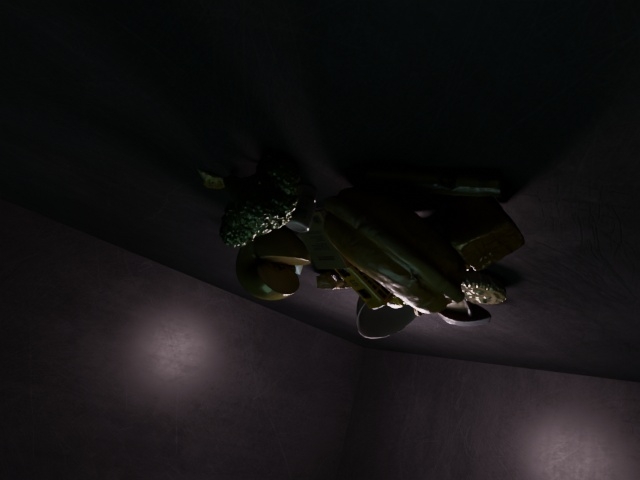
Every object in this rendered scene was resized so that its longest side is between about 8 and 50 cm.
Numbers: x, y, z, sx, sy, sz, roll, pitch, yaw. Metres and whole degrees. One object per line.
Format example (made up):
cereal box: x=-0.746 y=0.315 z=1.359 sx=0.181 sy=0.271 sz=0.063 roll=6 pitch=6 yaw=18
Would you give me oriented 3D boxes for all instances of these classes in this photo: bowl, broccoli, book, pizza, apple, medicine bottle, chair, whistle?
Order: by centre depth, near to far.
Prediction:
whistle: x=0.269 y=-0.140 z=1.036 sx=0.326 sy=0.057 sz=0.068 roll=6 pitch=158 yaw=26
broccoli: x=-0.183 y=-0.091 z=1.224 sx=0.186 sy=0.254 sz=0.302 roll=25 pitch=158 yaw=-24
medicine bottle: x=-0.056 y=-0.098 z=1.293 sx=0.080 sy=0.131 sz=0.080 roll=14 pitch=161 yaw=5
pizza: x=-0.372 y=-0.201 z=1.418 sx=0.122 sy=0.027 sz=0.108 roll=-3 pitch=151 yaw=44
book: x=0.000 y=0.000 z=1.492 sx=0.161 sy=0.026 sz=0.231 roll=-4 pitch=119 yaw=46
apple: x=-0.182 y=0.090 z=1.679 sx=0.291 sy=0.292 sz=0.254 roll=2 pitch=174 yaw=35
chair: x=0.049 y=0.110 z=1.817 sx=0.212 sy=0.102 sz=0.084 roll=7 pitch=158 yaw=21
bowl: x=0.280 y=0.254 z=1.864 sx=0.345 sy=0.345 sz=0.157 roll=35 pitch=-164 yaw=-43
pizza: x=0.070 y=0.191 z=2.074 sx=0.203 sy=0.081 sz=0.188 roll=4 pitch=-178 yaw=5

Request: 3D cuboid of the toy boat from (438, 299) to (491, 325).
toy boat: x=0.577 y=0.273 z=1.873 sx=0.293 sy=0.111 sz=0.276 roll=43 pitch=151 yaw=-27

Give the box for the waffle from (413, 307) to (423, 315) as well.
waffle: x=0.435 y=0.254 z=1.804 sx=0.102 sy=0.042 sz=0.148 roll=-27 pitch=135 yaw=-3

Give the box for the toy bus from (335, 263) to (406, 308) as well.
toy bus: x=0.189 y=0.141 z=1.592 sx=0.331 sy=0.151 sz=0.145 roll=47 pitch=152 yaw=-6

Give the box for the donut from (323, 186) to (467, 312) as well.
donut: x=0.196 y=0.019 z=1.151 sx=0.448 sy=0.198 sz=0.449 roll=36 pitch=-178 yaw=-2

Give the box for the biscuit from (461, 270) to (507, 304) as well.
biscuit: x=0.599 y=0.181 z=1.604 sx=0.179 sy=0.084 sz=0.281 roll=-4 pitch=151 yaw=46

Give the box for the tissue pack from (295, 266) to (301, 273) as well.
tissue pack: x=-0.210 y=0.063 z=1.916 sx=0.263 sy=0.089 sz=0.177 roll=16 pitch=159 yaw=7

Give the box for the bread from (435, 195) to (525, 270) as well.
bread: x=0.389 y=-0.030 z=1.042 sx=0.143 sy=0.158 sz=0.149 roll=-38 pitch=133 yaw=20

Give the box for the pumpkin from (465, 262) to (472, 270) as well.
pumpkin: x=0.403 y=0.069 z=1.392 sx=0.253 sy=0.131 sz=0.149 roll=9 pitch=159 yaw=16
